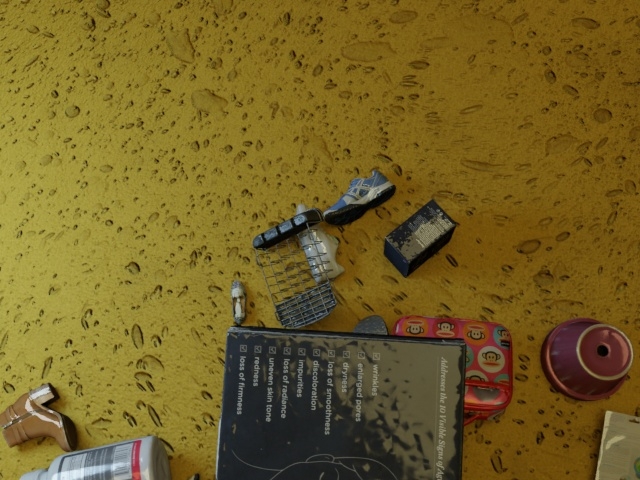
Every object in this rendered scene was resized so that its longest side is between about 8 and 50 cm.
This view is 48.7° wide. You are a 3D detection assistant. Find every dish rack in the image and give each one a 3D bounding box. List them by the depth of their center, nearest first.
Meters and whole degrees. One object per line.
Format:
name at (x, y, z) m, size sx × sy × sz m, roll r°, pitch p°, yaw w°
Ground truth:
dish rack at (-0.055, 0.076, 1.772) m, size 0.208 × 0.074 × 0.271 m, roll -26°, pitch 79°, yaw 33°

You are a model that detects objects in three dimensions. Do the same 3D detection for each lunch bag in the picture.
lunch bag at (0.304, 0.317, 1.680) m, size 0.293 × 0.120 × 0.258 m, roll 4°, pitch 61°, yaw 7°

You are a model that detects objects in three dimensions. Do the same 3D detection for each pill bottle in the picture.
pill bottle at (-0.520, 0.569, 1.636) m, size 0.319 × 0.176 × 0.176 m, roll -12°, pitch 74°, yaw -1°

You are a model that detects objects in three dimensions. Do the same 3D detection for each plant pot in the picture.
plant pot at (0.642, 0.274, 1.669) m, size 0.201 × 0.180 × 0.201 m, roll -1°, pitch 75°, yaw 2°

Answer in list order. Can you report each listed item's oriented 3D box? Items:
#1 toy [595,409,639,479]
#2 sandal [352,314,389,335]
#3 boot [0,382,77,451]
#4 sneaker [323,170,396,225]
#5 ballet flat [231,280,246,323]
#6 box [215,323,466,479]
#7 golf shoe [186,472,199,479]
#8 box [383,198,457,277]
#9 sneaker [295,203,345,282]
toy at (0.710, 0.529, 1.657) m, size 0.137 × 0.056 × 0.237 m, roll 12°, pitch 79°, yaw 2°
sandal at (0.121, 0.312, 1.754) m, size 0.097 × 0.054 × 0.254 m, roll 1°, pitch 83°, yaw 10°
boot at (-0.693, 0.465, 1.731) m, size 0.152 × 0.073 × 0.197 m, roll -32°, pitch 63°, yaw -8°
sneaker at (0.093, -0.110, 1.866) m, size 0.211 × 0.080 × 0.081 m, roll -28°, pitch 68°, yaw -16°
ballet flat at (-0.209, 0.155, 1.815) m, size 0.041 × 0.041 × 0.114 m, roll -7°, pitch 73°, yaw 0°
box at (0.052, 0.428, 1.471) m, size 0.472 × 0.297 × 0.479 m, roll 3°, pitch 84°, yaw 10°
golf shoe at (-0.249, 0.627, 1.664) m, size 0.186 × 0.067 × 0.086 m, roll 33°, pitch 76°, yaw 11°
box at (0.247, -0.003, 1.780) m, size 0.158 × 0.156 × 0.093 m, roll -39°, pitch 75°, yaw -8°
sneaker at (0.000, 0.000, 1.842) m, size 0.094 × 0.080 × 0.212 m, roll -16°, pitch 79°, yaw -15°
